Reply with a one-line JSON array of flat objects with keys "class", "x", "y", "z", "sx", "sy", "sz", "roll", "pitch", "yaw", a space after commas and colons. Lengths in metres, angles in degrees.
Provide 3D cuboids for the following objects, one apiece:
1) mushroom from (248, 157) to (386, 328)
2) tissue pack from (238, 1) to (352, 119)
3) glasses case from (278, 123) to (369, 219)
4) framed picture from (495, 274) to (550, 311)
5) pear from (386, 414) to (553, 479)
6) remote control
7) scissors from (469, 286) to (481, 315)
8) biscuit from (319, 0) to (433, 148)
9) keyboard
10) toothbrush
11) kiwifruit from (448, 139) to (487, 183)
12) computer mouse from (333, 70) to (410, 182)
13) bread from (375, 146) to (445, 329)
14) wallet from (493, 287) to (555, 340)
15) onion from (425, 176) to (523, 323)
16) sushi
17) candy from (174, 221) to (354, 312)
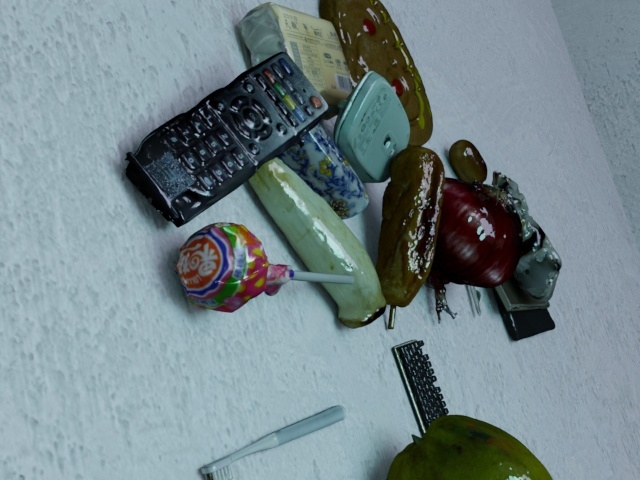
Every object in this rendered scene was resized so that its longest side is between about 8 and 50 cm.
[{"class": "mushroom", "x": 0.001, "y": -0.002, "z": 1.538, "sx": 0.333, "sy": 0.087, "sz": 0.107, "roll": 55, "pitch": 32, "yaw": -16}, {"class": "tissue pack", "x": -0.038, "y": -0.311, "z": 1.689, "sx": 0.222, "sy": 0.090, "sz": 0.186, "roll": -8, "pitch": 79, "yaw": -59}, {"class": "glasses case", "x": -0.013, "y": -0.137, "z": 1.607, "sx": 0.248, "sy": 0.087, "sz": 0.065, "roll": 50, "pitch": 38, "yaw": -23}, {"class": "framed picture", "x": 0.444, "y": 0.067, "z": 2.248, "sx": 0.289, "sy": 0.016, "sz": 0.213, "roll": 4, "pitch": 57, "yaw": -60}, {"class": "pear", "x": 0.237, "y": 0.425, "z": 1.450, "sx": 0.321, "sy": 0.269, "sz": 0.269, "roll": 57, "pitch": 28, "yaw": 10}, {"class": "remote control", "x": -0.126, "y": -0.149, "z": 1.385, "sx": 0.145, "sy": 0.062, "sz": 0.399, "roll": 52, "pitch": 42, "yaw": -5}, {"class": "scissors", "x": 0.321, "y": 0.064, "z": 2.079, "sx": 0.110, "sy": 0.021, "sz": 0.212, "roll": 22, "pitch": 47, "yaw": -53}, {"class": "biscuit", "x": 0.125, "y": -0.371, "z": 2.022, "sx": 0.394, "sy": 0.070, "sz": 0.350, "roll": 61, "pitch": 29, "yaw": -11}, {"class": "keyboard", "x": 0.209, "y": 0.329, "z": 1.701, "sx": 0.106, "sy": 0.027, "sz": 0.317, "roll": -7, "pitch": 75, "yaw": -60}, {"class": "toothbrush", "x": -0.053, "y": 0.272, "z": 1.306, "sx": 0.342, "sy": 0.025, "sz": 0.030, "roll": -11, "pitch": 85, "yaw": -60}, {"class": "kiwifruit", "x": 0.347, "y": -0.182, "z": 2.256, "sx": 0.124, "sy": 0.075, "sz": 0.075, "roll": 54, "pitch": 31, "yaw": -28}, {"class": "computer mouse", "x": 0.078, "y": -0.201, "z": 1.727, "sx": 0.159, "sy": 0.097, "sz": 0.288, "roll": -61, "pitch": 155, "yaw": -5}, {"class": "bread", "x": 0.151, "y": -0.010, "z": 1.724, "sx": 0.084, "sy": 0.124, "sz": 0.344, "roll": 18, "pitch": 76, "yaw": -26}, {"class": "wallet", "x": 0.486, "y": 0.159, "z": 2.284, "sx": 0.285, "sy": 0.030, "sz": 0.146, "roll": -2, "pitch": 73, "yaw": -60}, {"class": "onion", "x": 0.260, "y": 0.007, "z": 1.875, "sx": 0.273, "sy": 0.285, "sz": 0.273, "roll": 31, "pitch": 9, "yaw": -6}, {"class": "sushi", "x": 0.449, "y": -0.002, "z": 2.167, "sx": 0.332, "sy": 0.124, "sz": 0.130, "roll": 58, "pitch": 17, "yaw": -3}, {"class": "candy", "x": -0.057, "y": 0.045, "z": 1.358, "sx": 0.365, "sy": 0.124, "sz": 0.124, "roll": 7, "pitch": 64, "yaw": -55}]
